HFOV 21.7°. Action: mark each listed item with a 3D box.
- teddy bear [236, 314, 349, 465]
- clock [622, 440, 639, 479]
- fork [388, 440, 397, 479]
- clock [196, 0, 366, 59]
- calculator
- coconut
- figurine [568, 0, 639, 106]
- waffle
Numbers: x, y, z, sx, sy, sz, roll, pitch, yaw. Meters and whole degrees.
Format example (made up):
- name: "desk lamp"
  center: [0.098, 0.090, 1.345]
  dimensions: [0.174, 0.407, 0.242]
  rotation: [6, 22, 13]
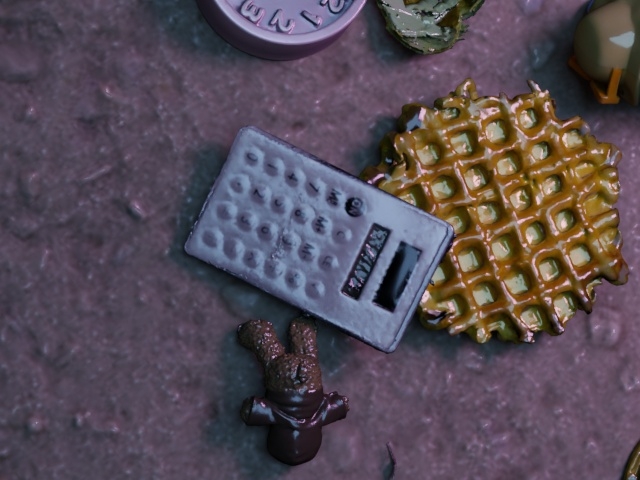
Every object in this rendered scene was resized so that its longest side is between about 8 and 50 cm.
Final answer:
- name: "teddy bear"
  center: [-0.028, 0.157, 1.765]
  dimensions: [0.119, 0.078, 0.160]
  rotation: [-5, 81, -17]
- name: "clock"
  center: [0.451, 0.296, 1.859]
  dimensions: [0.237, 0.057, 0.237]
  rotation: [2, 81, -11]
- name: "fork"
  center: [0.074, 0.275, 1.801]
  dimensions: [0.012, 0.016, 0.115]
  rotation: [3, 80, 11]
- name: "clock"
  center: [-0.041, -0.302, 1.839]
  dimensions: [0.196, 0.068, 0.197]
  rotation: [2, 81, -13]
- name: "calculator"
  center: [0.000, 0.000, 1.786]
  dimensions: [0.261, 0.021, 0.161]
  rotation: [25, 88, 4]
- name: "coconut"
  center: [0.118, -0.282, 1.876]
  dimensions: [0.133, 0.055, 0.158]
  rotation: [-2, 84, -19]
- name: "figurine"
  center: [0.414, -0.219, 1.884]
  dimensions: [0.262, 0.154, 0.180]
  rotation: [3, 67, -6]
- name: "waffle"
  center: [0.186, -0.032, 1.847]
  dimensions: [0.329, 0.062, 0.329]
  rotation: [1, 83, -8]
